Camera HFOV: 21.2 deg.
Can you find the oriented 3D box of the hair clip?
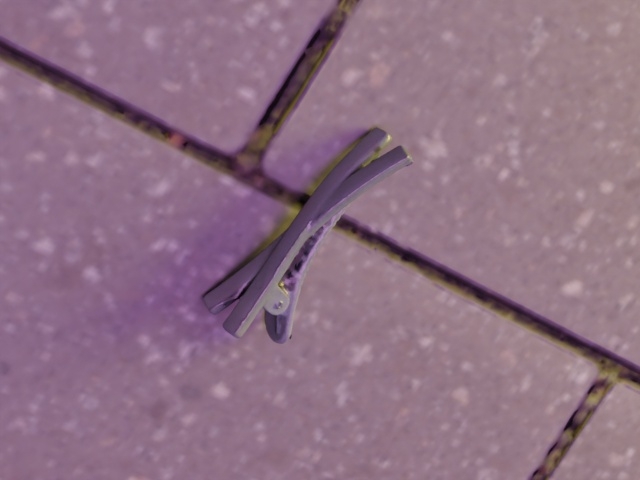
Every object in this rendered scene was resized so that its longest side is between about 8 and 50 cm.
[{"bbox_3d":[-0.001,-0.001,0.781,0.115,0.030,0.039,-49,141,6],"label":"hair clip"}]
